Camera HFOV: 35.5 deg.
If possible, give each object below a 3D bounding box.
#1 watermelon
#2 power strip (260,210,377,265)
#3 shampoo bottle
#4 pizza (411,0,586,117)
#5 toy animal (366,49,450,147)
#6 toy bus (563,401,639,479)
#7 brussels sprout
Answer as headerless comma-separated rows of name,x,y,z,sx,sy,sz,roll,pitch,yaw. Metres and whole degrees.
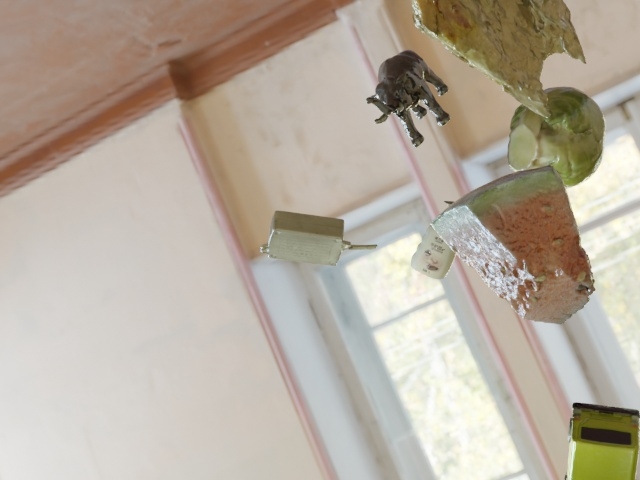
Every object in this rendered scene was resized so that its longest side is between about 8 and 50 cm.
watermelon,0.318,0.022,1.553,0.140,0.256,0.193,-30,178,-31
power strip,0.000,0.000,1.504,0.175,0.042,0.075,8,141,-5
shampoo bottle,0.231,-0.004,1.907,0.151,0.077,0.045,-68,166,17
pizza,0.187,-0.238,1.023,0.181,0.262,0.034,-39,-158,-13
toy animal,0.141,-0.225,1.618,0.082,0.137,0.269,-36,-165,28
toy bus,0.506,0.441,1.818,0.128,0.262,0.150,5,-156,14
brussels sprout,0.517,-0.224,2.183,0.244,0.244,0.244,-22,172,-3
